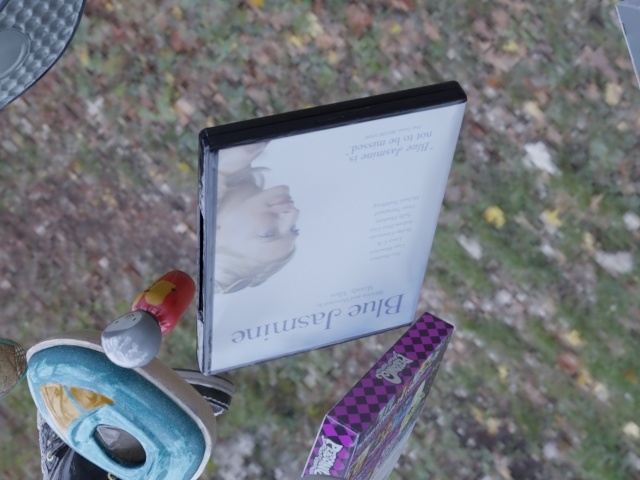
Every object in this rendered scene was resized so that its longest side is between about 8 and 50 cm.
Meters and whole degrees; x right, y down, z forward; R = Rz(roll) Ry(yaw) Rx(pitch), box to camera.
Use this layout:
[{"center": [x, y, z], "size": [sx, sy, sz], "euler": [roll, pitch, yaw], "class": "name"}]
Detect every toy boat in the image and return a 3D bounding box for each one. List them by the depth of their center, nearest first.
[{"center": [-0.240, 0.175, 1.413], "size": [0.267, 0.148, 0.318], "euler": [30, 129, 5], "class": "toy boat"}]

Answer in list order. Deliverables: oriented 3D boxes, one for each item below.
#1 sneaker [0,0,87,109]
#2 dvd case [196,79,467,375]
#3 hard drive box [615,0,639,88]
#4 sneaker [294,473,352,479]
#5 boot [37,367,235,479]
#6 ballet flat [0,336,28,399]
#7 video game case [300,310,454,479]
[{"center": [-0.210, -0.194, 0.695], "size": [0.163, 0.226, 0.086], "euler": [45, -154, 18], "class": "sneaker"}, {"center": [0.000, 0.000, 0.833], "size": [0.253, 0.180, 0.022], "euler": [98, 154, -49], "class": "dvd case"}, {"center": [0.463, -0.185, 1.499], "size": [0.232, 0.089, 0.181], "euler": [49, -151, -53], "class": "hard drive box"}, {"center": [0.005, 0.192, 0.614], "size": [0.123, 0.105, 0.290], "euler": [13, 179, 27], "class": "sneaker"}, {"center": [-0.292, 0.354, 1.751], "size": [0.138, 0.377, 0.284], "euler": [38, -135, -49], "class": "boot"}, {"center": [-0.359, 0.160, 1.058], "size": [0.073, 0.206, 0.067], "euler": [39, 174, 39], "class": "ballet flat"}, {"center": [0.041, 0.203, 1.140], "size": [0.042, 0.210, 0.232], "euler": [29, -148, 16], "class": "video game case"}]
